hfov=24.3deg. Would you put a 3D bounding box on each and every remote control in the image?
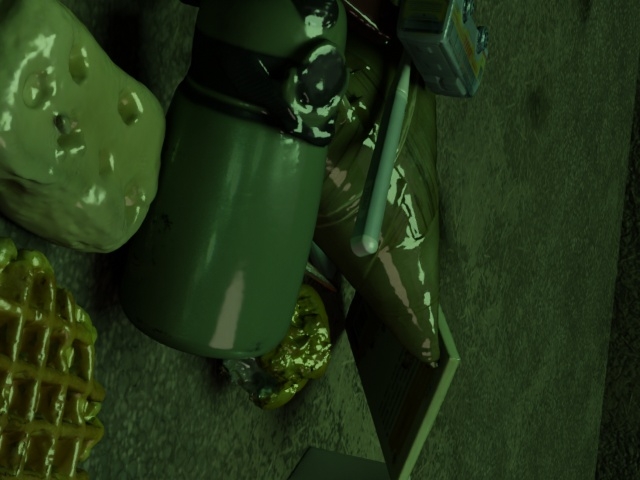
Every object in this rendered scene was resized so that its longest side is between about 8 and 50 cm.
[{"bbox_3d":[0.000,0.000,1.820,0.124,0.018,0.053,69,37,-47],"label":"remote control"}]

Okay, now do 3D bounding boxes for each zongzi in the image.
[{"bbox_3d":[0.084,-0.136,1.690,0.418,0.181,0.447,57,39,-23],"label":"zongzi"}]

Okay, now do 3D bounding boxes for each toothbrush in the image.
[{"bbox_3d":[0.072,-0.128,1.495,0.030,0.025,0.342,38,50,-35],"label":"toothbrush"}]

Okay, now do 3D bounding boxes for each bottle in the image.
[{"bbox_3d":[-0.072,-0.073,1.349,0.168,0.168,0.347,-31,140,-61],"label":"bottle"}]

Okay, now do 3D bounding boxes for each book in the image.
[{"bbox_3d":[0.090,0.120,1.782,0.295,0.020,0.208,-107,-150,-51],"label":"book"}]

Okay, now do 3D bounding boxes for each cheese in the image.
[{"bbox_3d":[-0.212,-0.091,1.210,0.263,0.093,0.159,50,52,-60],"label":"cheese"}]

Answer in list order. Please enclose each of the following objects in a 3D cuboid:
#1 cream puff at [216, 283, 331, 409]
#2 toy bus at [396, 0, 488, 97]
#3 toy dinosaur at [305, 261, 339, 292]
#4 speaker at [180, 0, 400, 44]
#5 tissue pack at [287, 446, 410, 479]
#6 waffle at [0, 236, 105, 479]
[{"bbox_3d":[-0.047,0.106,1.596,0.121,0.156,0.156,-35,131,-34],"label":"cream puff"},{"bbox_3d":[0.127,-0.203,1.519,0.190,0.064,0.075,44,55,-68],"label":"toy bus"},{"bbox_3d":[-0.063,0.000,1.566,0.055,0.101,0.279,-51,150,11],"label":"toy dinosaur"},{"bbox_3d":[-0.025,-0.342,1.469,0.259,0.198,0.329,48,60,-46],"label":"speaker"},{"bbox_3d":[0.011,0.392,1.813,0.246,0.136,0.159,-52,142,-51],"label":"tissue pack"},{"bbox_3d":[-0.263,0.150,1.204,0.300,0.058,0.281,66,39,-52],"label":"waffle"}]
